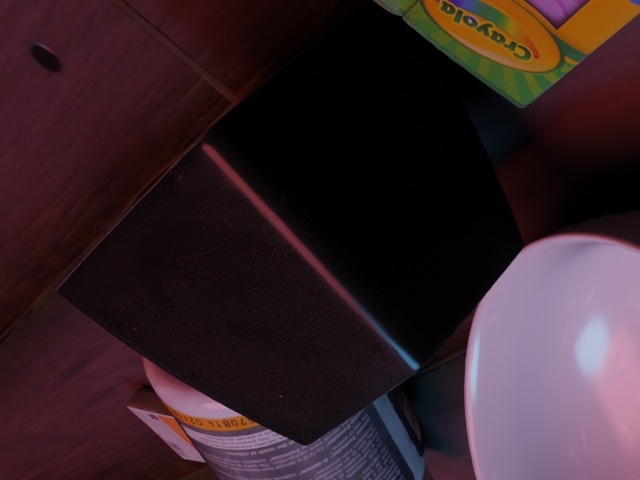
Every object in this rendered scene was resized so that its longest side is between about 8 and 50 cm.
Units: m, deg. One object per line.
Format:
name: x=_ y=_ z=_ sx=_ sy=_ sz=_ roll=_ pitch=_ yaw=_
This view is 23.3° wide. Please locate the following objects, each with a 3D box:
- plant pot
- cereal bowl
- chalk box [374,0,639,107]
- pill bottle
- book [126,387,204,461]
plant pot: x=0.000 y=0.000 z=0.876 sx=0.167 sy=0.187 sz=0.188 roll=46 pitch=136 yaw=-2
cereal bowl: x=0.236 y=0.137 z=0.887 sx=0.339 sy=0.141 sz=0.339 roll=38 pitch=137 yaw=47
chalk box: x=0.084 y=-0.187 z=0.580 sx=0.179 sy=0.180 sz=0.289 roll=37 pitch=153 yaw=-6
pill bottle: x=-0.011 y=0.142 z=1.196 sx=0.162 sy=0.162 sz=0.278 roll=11 pitch=144 yaw=36
book: x=-0.111 y=0.186 z=1.503 sx=0.144 sy=0.035 sz=0.096 roll=1 pitch=140 yaw=46
